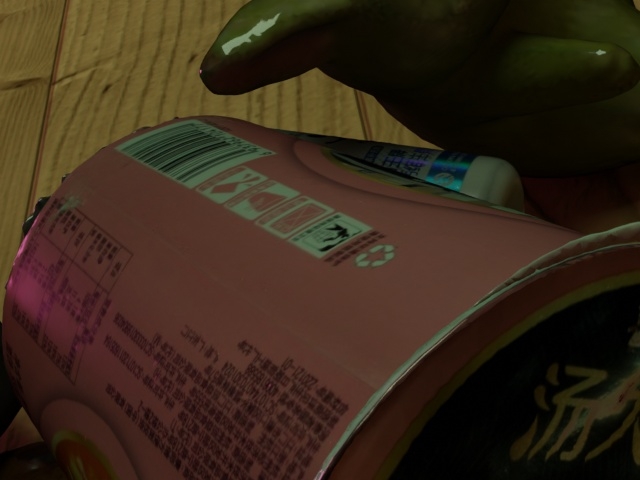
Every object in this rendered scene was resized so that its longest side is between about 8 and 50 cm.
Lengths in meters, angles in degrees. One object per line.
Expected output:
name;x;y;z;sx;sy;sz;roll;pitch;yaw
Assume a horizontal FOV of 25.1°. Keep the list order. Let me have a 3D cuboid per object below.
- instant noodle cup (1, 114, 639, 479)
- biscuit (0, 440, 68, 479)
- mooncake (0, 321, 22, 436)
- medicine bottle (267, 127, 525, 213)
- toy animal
instant noodle cup;0.008;0.065;0.531;0.244;0.244;0.255;-35;36;-20
biscuit;-0.162;0.171;0.633;0.212;0.036;0.212;-29;29;18
mooncake;-0.267;0.098;0.716;0.245;0.133;0.245;-27;12;6
medicine bottle;0.000;0.000;0.724;0.191;0.107;0.107;9;41;18
toy animal;0.066;-0.136;0.714;0.180;0.363;0.181;-23;66;30
